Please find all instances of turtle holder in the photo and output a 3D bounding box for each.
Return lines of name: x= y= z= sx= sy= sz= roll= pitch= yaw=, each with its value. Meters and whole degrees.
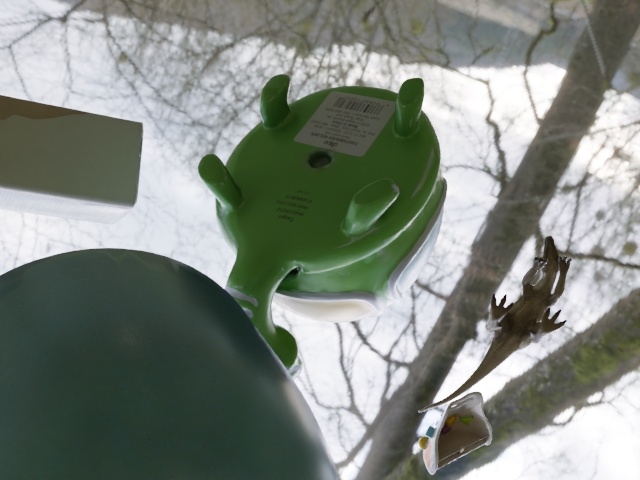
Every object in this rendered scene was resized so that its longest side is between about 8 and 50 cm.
turtle holder: x=0.018 y=-0.007 z=0.868 sx=0.243 sy=0.227 sz=0.320 roll=-9 pitch=-132 yaw=10

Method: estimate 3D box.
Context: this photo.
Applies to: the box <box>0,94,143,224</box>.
box: x=-0.404 y=-0.109 z=1.072 sx=0.311 sy=0.121 sz=0.148 roll=9 pitch=167 yaw=-25

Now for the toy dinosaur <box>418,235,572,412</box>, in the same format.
toy dinosaur: x=0.152 y=0.069 z=0.633 sx=0.053 sy=0.183 sz=0.093 roll=36 pitch=164 yaw=16

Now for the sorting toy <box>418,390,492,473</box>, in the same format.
sorting toy: x=0.142 y=0.192 z=0.854 sx=0.083 sy=0.075 sz=0.045 roll=-17 pitch=-136 yaw=-31

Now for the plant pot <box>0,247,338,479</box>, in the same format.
plant pot: x=-0.119 y=0.175 z=0.520 sx=0.293 sy=0.293 sz=0.235 roll=9 pitch=-170 yaw=-30
